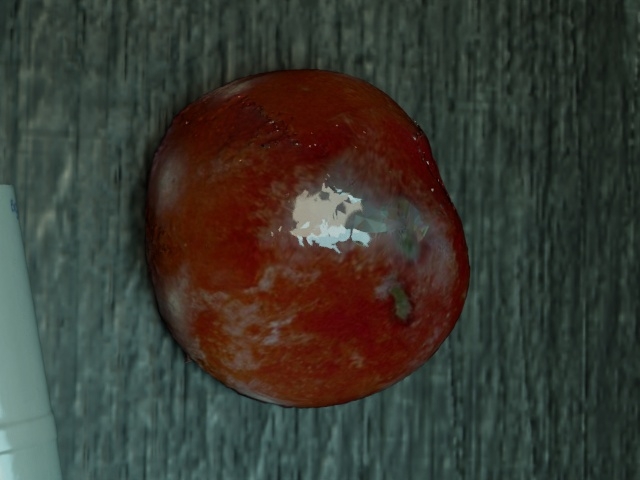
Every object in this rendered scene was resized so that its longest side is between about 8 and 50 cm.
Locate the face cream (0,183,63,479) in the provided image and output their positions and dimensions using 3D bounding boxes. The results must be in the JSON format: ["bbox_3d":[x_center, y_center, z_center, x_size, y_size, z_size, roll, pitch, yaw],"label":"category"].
[{"bbox_3d":[-0.171,0.100,0.913,0.077,0.077,0.250,-10,89,-20],"label":"face cream"}]

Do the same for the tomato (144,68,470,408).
[{"bbox_3d":[0.000,0.000,0.967,0.173,0.099,0.189,-14,93,-21],"label":"tomato"}]
